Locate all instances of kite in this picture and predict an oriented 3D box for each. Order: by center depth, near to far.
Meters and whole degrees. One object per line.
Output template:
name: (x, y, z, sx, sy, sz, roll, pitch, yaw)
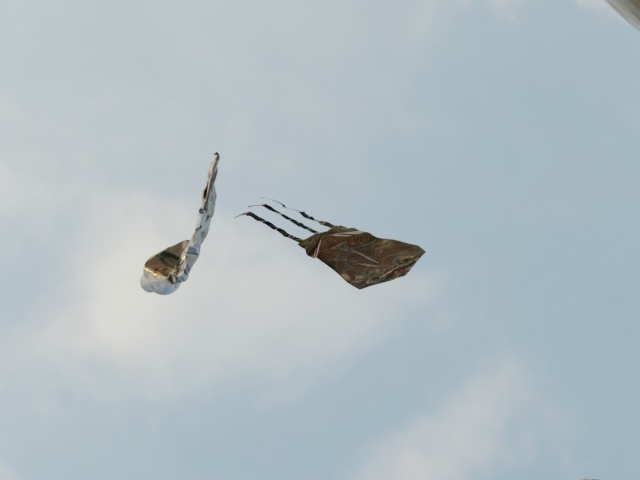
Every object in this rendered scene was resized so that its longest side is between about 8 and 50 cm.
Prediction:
kite: (0.000, -0.003, 1.754, 0.229, 0.016, 0.127, 22, -151, 28)

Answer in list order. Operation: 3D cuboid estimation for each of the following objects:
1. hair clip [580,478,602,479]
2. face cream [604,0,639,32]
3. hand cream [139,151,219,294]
hair clip: (0.340, 0.271, 1.661, 0.137, 0.054, 0.022, 11, -98, -32)
face cream: (0.274, -0.263, 1.434, 0.072, 0.051, 0.182, -40, -92, 0)
hand cream: (-0.155, 0.000, 1.762, 0.050, 0.257, 0.084, 24, -126, -10)
